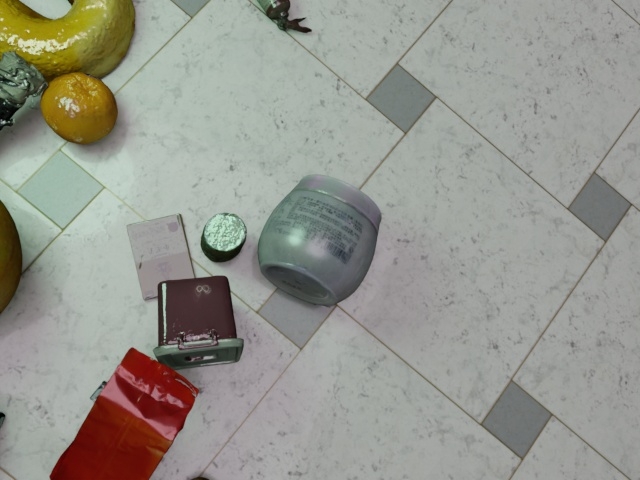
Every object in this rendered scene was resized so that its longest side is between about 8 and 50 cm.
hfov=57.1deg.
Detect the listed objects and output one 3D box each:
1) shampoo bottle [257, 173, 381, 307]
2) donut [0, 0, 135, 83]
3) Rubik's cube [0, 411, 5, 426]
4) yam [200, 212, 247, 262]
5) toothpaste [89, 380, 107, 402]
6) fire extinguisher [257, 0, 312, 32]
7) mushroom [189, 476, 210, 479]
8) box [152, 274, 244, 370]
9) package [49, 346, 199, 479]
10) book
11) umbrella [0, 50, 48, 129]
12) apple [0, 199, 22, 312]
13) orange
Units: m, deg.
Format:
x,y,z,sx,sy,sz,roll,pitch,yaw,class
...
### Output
x,y,z,sx,sy,sz,roll,pitch,yaw,class
0.000,0.000,1.433,0.273,0.273,0.266,30,68,-4,shampoo bottle
-0.659,-0.598,1.465,0.378,0.163,0.434,25,78,-6,donut
-0.828,0.444,1.266,0.182,0.187,0.184,17,76,-6,Rubik's cube
-0.236,-0.007,1.433,0.108,0.194,0.107,2,81,-13,yam
-0.458,0.415,1.408,0.196,0.040,0.047,38,81,-2,toothpaste
-0.118,-0.670,1.614,0.106,0.075,0.252,-35,88,-13,fire extinguisher
-0.303,0.606,1.384,0.130,0.073,0.088,6,95,-43,mushroom
-0.283,0.194,1.354,0.194,0.294,0.167,-6,72,-12,box
-0.437,0.444,1.281,0.196,0.123,0.423,32,110,-7,package
-0.400,0.039,1.487,0.139,0.016,0.198,-13,84,-11,book
-0.782,-0.277,1.367,0.113,0.106,0.357,44,102,2,umbrella
-0.824,0.042,1.216,0.334,0.400,0.400,35,76,19,apple
-0.587,-0.322,1.436,0.178,0.155,0.177,30,35,-24,orange
